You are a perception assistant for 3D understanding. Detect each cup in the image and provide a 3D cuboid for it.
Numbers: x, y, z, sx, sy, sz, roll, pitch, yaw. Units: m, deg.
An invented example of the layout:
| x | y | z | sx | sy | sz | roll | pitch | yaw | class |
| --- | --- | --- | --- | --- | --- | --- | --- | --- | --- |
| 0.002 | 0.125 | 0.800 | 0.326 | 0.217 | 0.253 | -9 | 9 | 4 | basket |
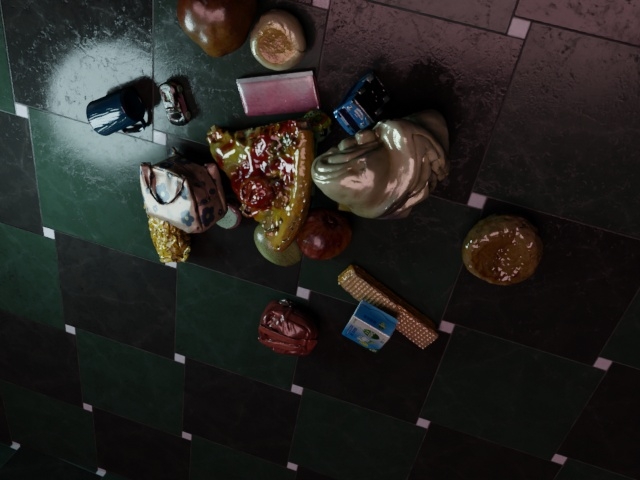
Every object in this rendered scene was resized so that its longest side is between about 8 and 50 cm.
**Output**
| x | y | z | sx | sy | sz | roll | pitch | yaw | class |
| --- | --- | --- | --- | --- | --- | --- | --- | --- | --- |
| -0.613 | -0.393 | 2.010 | 0.138 | 0.150 | 0.113 | -14 | 84 | 25 | cup |

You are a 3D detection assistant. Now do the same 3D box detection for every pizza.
| x | y | z | sx | sy | sz | roll | pitch | yaw | class |
| --- | --- | --- | --- | --- | --- | --- | --- | --- | --- |
| -0.199 | -0.200 | 1.914 | 0.406 | 0.130 | 0.439 | 30 | 127 | 23 | pizza |

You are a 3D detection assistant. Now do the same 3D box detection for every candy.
| x | y | z | sx | sy | sz | roll | pitch | yaw | class |
| --- | --- | --- | --- | --- | --- | --- | --- | --- | --- |
| -0.014 | -0.249 | 1.922 | 0.091 | 0.083 | 0.305 | -10 | 136 | -10 | candy |
| -0.305 | -0.087 | 2.144 | 0.103 | 0.043 | 0.103 | 8 | 124 | 12 | candy |

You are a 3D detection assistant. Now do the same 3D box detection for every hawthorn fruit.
| x | y | z | sx | sy | sz | roll | pitch | yaw | class |
| --- | --- | --- | --- | --- | --- | --- | --- | --- | --- |
| -0.270 | -0.583 | 1.705 | 0.208 | 0.208 | 0.248 | 23 | 154 | 3 | hawthorn fruit |

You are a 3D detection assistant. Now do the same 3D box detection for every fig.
| x | y | z | sx | sy | sz | roll | pitch | yaw | class |
| --- | --- | --- | --- | --- | --- | --- | --- | --- | --- |
| -0.005 | -0.004 | 2.033 | 0.175 | 0.175 | 0.207 | 34 | 143 | -6 | fig |

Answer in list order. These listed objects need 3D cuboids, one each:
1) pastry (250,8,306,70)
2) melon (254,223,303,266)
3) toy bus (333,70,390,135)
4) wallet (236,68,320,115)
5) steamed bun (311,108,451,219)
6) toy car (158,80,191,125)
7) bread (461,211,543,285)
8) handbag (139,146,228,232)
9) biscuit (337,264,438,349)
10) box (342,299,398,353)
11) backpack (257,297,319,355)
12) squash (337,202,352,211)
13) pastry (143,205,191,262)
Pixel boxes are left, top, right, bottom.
| x | y | z | sx | sy | sz | roll | pitch | yaw | class |
| --- | --- | --- | --- | --- | --- | --- | --- | --- | --- |
| -0.110 | -0.531 | 1.735 | 0.157 | 0.092 | 0.156 | 11 | 130 | 13 | pastry |
| -0.136 | -0.003 | 2.085 | 0.139 | 0.139 | 0.192 | -28 | 110 | 33 | melon |
| 0.108 | -0.358 | 1.721 | 0.106 | 0.184 | 0.090 | -28 | 111 | 35 | toy bus |
| -0.118 | -0.415 | 1.859 | 0.232 | 0.025 | 0.119 | -1 | 123 | 19 | wallet |
| 0.183 | -0.178 | 1.706 | 0.339 | 0.352 | 0.247 | -24 | 85 | 31 | steamed bun |
| -0.439 | -0.405 | 1.960 | 0.069 | 0.055 | 0.142 | 0 | 122 | 23 | toy car |
| 0.524 | 0.020 | 1.882 | 0.230 | 0.123 | 0.230 | 6 | 122 | 10 | bread |
| -0.422 | -0.160 | 2.019 | 0.252 | 0.190 | 0.193 | 21 | 134 | 31 | handbag |
| 0.225 | 0.215 | 2.164 | 0.379 | 0.054 | 0.094 | 37 | 128 | -8 | biscuit |
| 0.163 | 0.289 | 2.176 | 0.139 | 0.073 | 0.194 | 30 | 153 | 5 | box |
| -0.110 | 0.320 | 2.301 | 0.229 | 0.139 | 0.229 | 10 | 127 | 14 | backpack |
| 0.142 | -0.132 | 1.913 | 0.187 | 0.123 | 0.123 | 9 | 126 | 9 | squash |
| -0.502 | -0.023 | 2.219 | 0.154 | 0.102 | 0.249 | 3 | 123 | 21 | pastry |
